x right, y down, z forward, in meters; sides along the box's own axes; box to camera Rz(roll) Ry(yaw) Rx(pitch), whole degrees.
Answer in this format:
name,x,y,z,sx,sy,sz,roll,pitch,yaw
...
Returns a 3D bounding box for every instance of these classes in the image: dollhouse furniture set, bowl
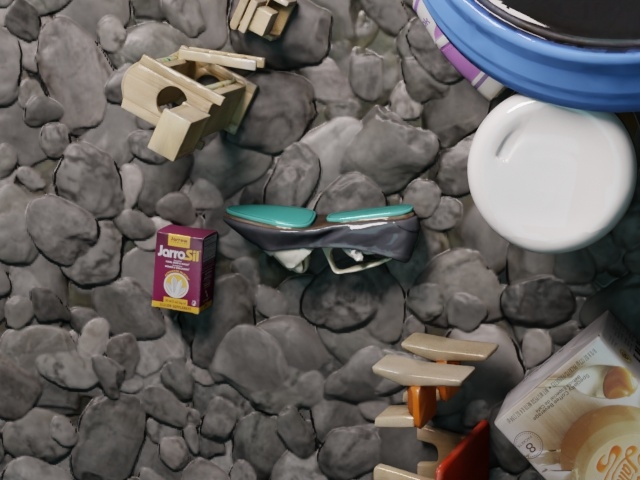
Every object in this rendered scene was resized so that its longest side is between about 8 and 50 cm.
name,x,y,z,sx,sy,sz,roll,pitch,yaw
dollhouse furniture set,-0.120,-0.182,1.350,0.101,0.182,0.161,29,108,8
bowl,0.257,-0.299,1.177,0.391,0.077,0.391,-4,69,11
dollhouse furniture set,0.117,0.248,1.339,0.135,0.259,0.262,4,104,24

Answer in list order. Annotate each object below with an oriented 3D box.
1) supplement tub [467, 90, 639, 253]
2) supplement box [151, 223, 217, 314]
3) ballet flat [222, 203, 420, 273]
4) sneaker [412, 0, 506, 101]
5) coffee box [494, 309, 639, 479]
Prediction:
name,x,y,z,sx,sy,sz,roll,pitch,yaw
supplement tub,0.216,-0.076,1.272,0.144,0.200,0.144,3,103,14
supplement box,-0.142,0.030,1.475,0.055,0.043,0.083,8,103,15
ballet flat,0.000,0.000,1.418,0.203,0.074,0.074,0,102,13
sneaker,0.203,-0.276,1.288,0.282,0.102,0.161,-42,86,19
coffee box,0.307,0.210,1.363,0.246,0.098,0.141,47,110,2
